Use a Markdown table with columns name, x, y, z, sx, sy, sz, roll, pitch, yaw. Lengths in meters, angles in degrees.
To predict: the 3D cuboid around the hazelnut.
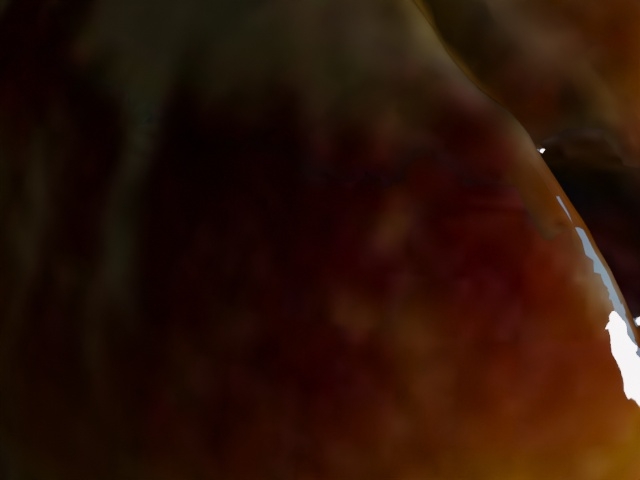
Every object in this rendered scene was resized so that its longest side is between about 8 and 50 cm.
| name | x | y | z | sx | sy | sz | roll | pitch | yaw |
| --- | --- | --- | --- | --- | --- | --- | --- | --- | --- |
| hazelnut | 0.000 | 0.000 | 0.746 | 0.429 | 0.402 | 0.402 | 53 | -5 | 34 |
